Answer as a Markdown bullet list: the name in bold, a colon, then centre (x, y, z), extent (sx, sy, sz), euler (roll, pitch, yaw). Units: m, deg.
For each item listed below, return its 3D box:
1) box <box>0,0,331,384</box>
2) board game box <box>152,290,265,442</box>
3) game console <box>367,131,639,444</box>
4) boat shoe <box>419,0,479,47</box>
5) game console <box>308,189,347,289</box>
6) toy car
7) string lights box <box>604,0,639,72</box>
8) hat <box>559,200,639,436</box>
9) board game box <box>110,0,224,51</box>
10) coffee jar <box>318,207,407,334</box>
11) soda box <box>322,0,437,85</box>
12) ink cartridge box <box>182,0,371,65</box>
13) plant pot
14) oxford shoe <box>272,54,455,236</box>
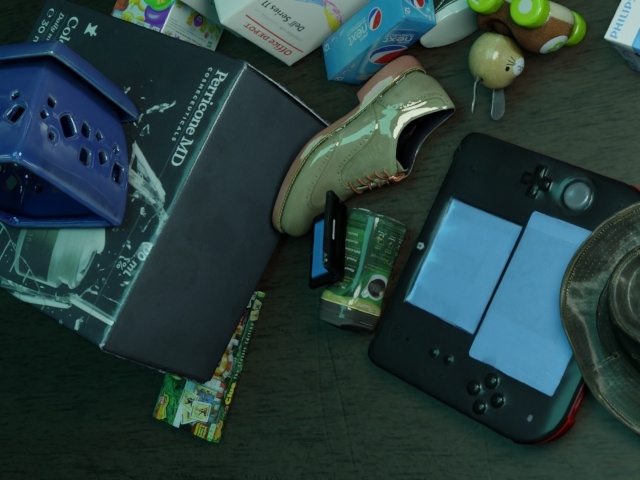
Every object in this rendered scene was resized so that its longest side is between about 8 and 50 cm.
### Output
- **box**: centre (-0.318, -0.090, 1.829), extent (0.472, 0.297, 0.479), euler (24, 86, 33)
- **board game box**: centre (-0.188, 0.194, 1.855), extent (0.136, 0.030, 0.259), euler (14, 86, 36)
- **game console**: centre (0.267, 0.064, 1.581), extent (0.342, 0.060, 0.386), euler (26, 92, 34)
- **boat shoe**: centre (0.239, -0.380, 1.703), extent (0.219, 0.078, 0.070), euler (-33, 61, 14)
- **game console**: centre (0.000, 0.000, 1.653), extent (0.071, 0.107, 0.122), euler (-5, 68, 20)
- **toy car**: centre (0.275, -0.267, 1.610), extent (0.149, 0.155, 0.188), euler (27, 103, 34)
- **string lights box**: centre (0.520, -0.239, 1.450), extent (0.260, 0.133, 0.076), euler (27, 94, 34)
- **hat**: centre (0.450, 0.094, 1.370), extent (0.331, 0.134, 0.331), euler (-3, 82, 19)
- **board game box**: centre (-0.241, -0.471, 1.984), extent (0.142, 0.144, 0.275), euler (25, 91, 35)
- **coffee jar**: centre (0.063, 0.049, 1.690), extent (0.079, 0.096, 0.184), euler (15, 86, 40)
- **soda box**: centre (0.089, -0.323, 1.736), extent (0.210, 0.067, 0.071), euler (-32, 60, 51)
- **ink cartridge box**: centre (-0.038, -0.413, 1.802), extent (0.354, 0.207, 0.119), euler (-29, 63, 25)
- **plant pot**: centre (-0.413, -0.155, 1.595), extent (0.236, 0.236, 0.212), euler (-1, 67, 30)
- **oxford shoe**: centre (0.063, -0.122, 1.721), extent (0.348, 0.123, 0.130), euler (-50, 63, 14)
